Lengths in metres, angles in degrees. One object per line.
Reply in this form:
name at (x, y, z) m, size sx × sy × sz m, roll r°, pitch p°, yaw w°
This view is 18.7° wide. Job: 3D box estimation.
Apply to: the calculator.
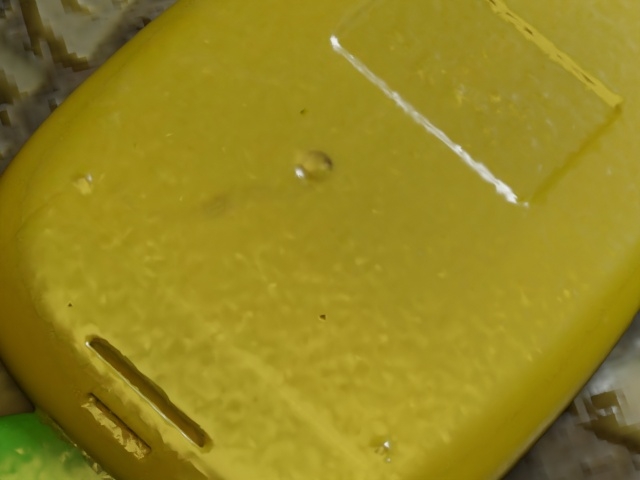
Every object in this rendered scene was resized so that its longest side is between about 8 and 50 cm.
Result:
calculator at (0.000, 0.000, 0.484) m, size 0.146 × 0.032 × 0.235 m, roll 40°, pitch 69°, yaw 12°
